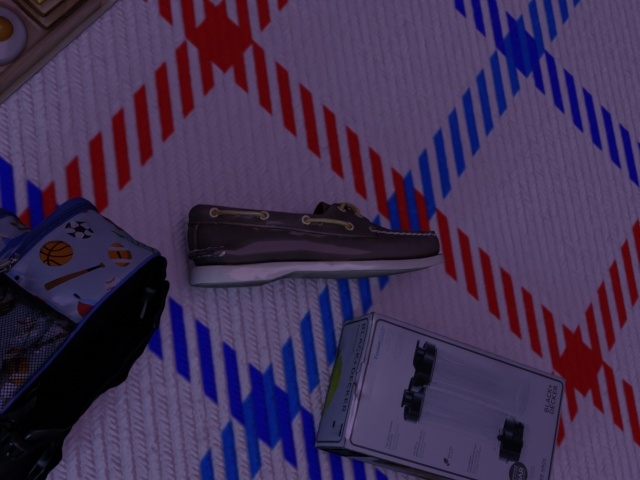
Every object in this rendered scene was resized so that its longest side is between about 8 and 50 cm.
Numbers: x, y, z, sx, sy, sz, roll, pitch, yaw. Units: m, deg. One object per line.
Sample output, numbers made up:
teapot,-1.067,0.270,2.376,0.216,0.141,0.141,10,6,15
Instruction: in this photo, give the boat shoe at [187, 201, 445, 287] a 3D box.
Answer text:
boat shoe,0.000,0.000,1.099,0.324,0.116,0.097,-3,83,-19

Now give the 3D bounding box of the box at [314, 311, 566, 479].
box,0.153,0.213,1.132,0.290,0.087,0.169,19,72,-19

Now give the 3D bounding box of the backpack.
backpack,-0.276,0.091,0.892,0.213,0.276,0.263,43,61,5

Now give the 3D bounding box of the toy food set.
toy food set,-0.373,-0.297,1.009,0.220,0.092,0.306,44,66,-9
